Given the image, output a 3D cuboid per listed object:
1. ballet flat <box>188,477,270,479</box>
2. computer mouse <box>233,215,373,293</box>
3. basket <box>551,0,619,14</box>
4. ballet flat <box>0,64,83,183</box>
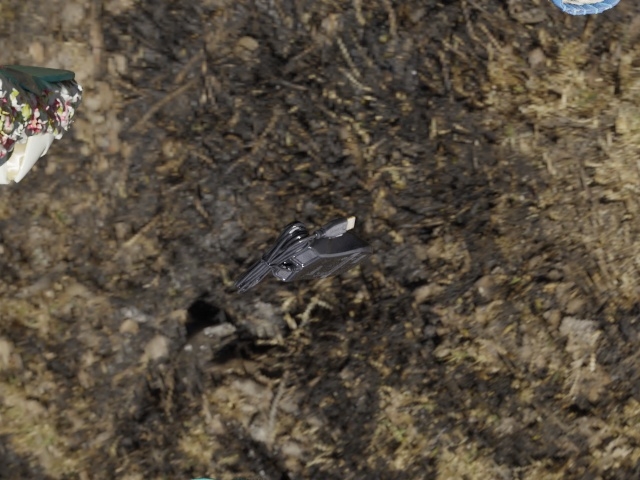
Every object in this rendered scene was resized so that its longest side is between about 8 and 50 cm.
[{"bbox_3d":[-0.049,0.322,1.080,0.247,0.087,0.083,25,110,-8],"label":"ballet flat"},{"bbox_3d":[0.000,0.000,1.403,0.184,0.262,0.060,-40,69,40],"label":"computer mouse"},{"bbox_3d":[0.481,-0.478,1.595,0.289,0.254,0.201,36,124,30],"label":"basket"},{"bbox_3d":[-0.196,-0.067,0.538,0.091,0.241,0.077,6,98,0],"label":"ballet flat"}]
